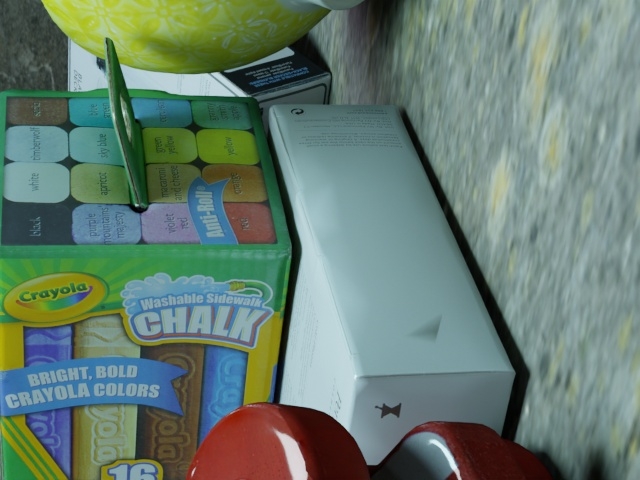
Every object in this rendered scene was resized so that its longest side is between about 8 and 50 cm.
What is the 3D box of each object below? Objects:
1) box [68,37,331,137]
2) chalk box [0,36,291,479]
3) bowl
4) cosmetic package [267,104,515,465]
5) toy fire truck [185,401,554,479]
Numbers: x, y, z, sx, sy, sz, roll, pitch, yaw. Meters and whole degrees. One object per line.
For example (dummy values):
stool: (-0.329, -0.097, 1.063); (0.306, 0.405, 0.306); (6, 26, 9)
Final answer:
box: (-0.118, -0.131, 1.264); (0.290, 0.087, 0.169); (40, 137, 39)
chalk box: (-0.121, 0.013, 0.922); (0.180, 0.179, 0.288); (-103, 17, -50)
bowl: (-0.034, -0.226, 0.901); (0.156, 0.289, 0.289); (27, 128, 28)
cosmetic package: (0.016, 0.141, 0.927); (0.284, 0.098, 0.377); (-104, 17, -54)
toy fire truck: (0.017, 0.232, 0.637); (0.302, 0.169, 0.254); (-51, 46, 26)
